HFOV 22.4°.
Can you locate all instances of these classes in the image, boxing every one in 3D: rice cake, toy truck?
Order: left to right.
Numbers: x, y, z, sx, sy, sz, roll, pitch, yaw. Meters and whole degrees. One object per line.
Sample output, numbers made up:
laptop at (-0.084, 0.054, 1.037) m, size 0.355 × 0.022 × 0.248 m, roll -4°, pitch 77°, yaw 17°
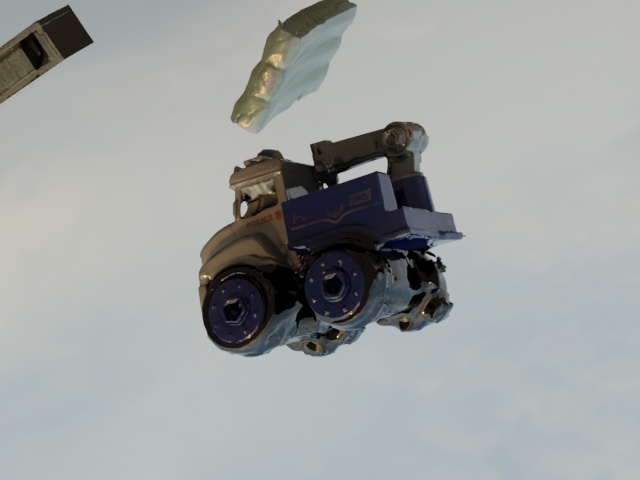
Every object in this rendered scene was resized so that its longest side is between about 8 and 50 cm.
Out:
rice cake at (-0.029, -0.188, 1.709) m, size 0.043 × 0.127 × 0.237 m, roll 29°, pitch -160°, yaw 7°
toy truck at (0.000, 0.000, 1.341) m, size 0.213 × 0.177 × 0.161 m, roll -17°, pitch 170°, yaw 26°

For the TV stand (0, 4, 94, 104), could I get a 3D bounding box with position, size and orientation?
TV stand at (-0.306, -0.132, 1.448) m, size 0.256 × 0.040 × 0.049 m, roll -27°, pitch -170°, yaw 38°
